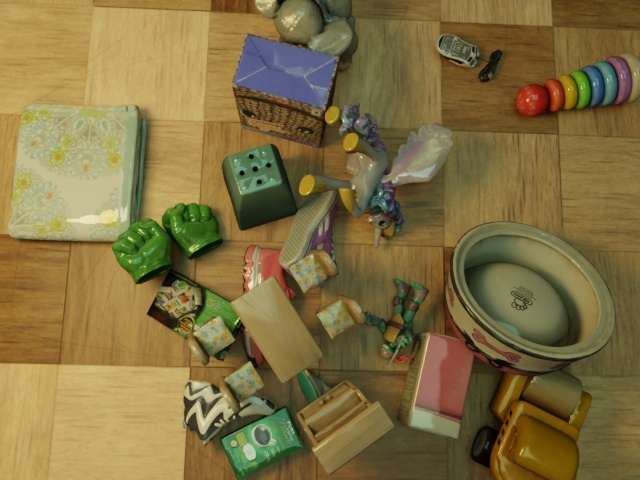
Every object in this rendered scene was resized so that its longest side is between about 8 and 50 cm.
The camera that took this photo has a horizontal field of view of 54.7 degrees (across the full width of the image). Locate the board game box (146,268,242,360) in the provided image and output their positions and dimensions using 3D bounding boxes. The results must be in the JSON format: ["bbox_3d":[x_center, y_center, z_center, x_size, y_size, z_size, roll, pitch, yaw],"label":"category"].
[{"bbox_3d":[-0.311,0.182,1.547,0.259,0.030,0.136,25,82,28],"label":"board game box"}]

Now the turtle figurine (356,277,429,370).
[{"bbox_3d":[0.188,0.217,1.585,0.175,0.118,0.234,15,74,42],"label":"turtle figurine"}]

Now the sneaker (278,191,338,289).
[{"bbox_3d":[-0.001,0.000,1.634,0.161,0.102,0.282,46,56,-31],"label":"sneaker"}]

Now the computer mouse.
[{"bbox_3d":[0.416,-0.530,1.768,0.193,0.042,0.106,23,84,-4],"label":"computer mouse"}]

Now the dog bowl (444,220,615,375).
[{"bbox_3d":[0.489,0.149,1.514,0.407,0.150,0.408,8,48,-9],"label":"dog bowl"}]

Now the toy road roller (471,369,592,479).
[{"bbox_3d":[0.530,0.456,1.489,0.202,0.240,0.330,27,80,2],"label":"toy road roller"}]

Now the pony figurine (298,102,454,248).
[{"bbox_3d":[0.129,-0.186,1.554,0.302,0.363,0.351,12,79,36],"label":"pony figurine"}]

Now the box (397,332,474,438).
[{"bbox_3d":[0.288,0.356,1.542,0.126,0.148,0.232,14,80,-1],"label":"box"}]

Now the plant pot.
[{"bbox_3d":[-0.157,-0.147,1.571,0.165,0.234,0.166,-17,81,-6],"label":"plant pot"}]

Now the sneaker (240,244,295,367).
[{"bbox_3d":[-0.132,0.165,1.576,0.136,0.116,0.314,2,79,-4],"label":"sneaker"}]

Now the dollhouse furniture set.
[{"bbox_3d":[-0.042,0.274,1.380,0.362,0.256,0.394,-33,97,-10],"label":"dollhouse furniture set"}]

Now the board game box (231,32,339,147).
[{"bbox_3d":[-0.087,-0.373,1.586,0.232,0.291,0.141,14,80,1],"label":"board game box"}]

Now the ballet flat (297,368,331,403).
[{"bbox_3d":[0.007,0.410,1.570,0.068,0.072,0.213,-19,81,-34],"label":"ballet flat"}]

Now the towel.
[{"bbox_3d":[-0.634,-0.182,1.632,0.320,0.090,0.375,1,80,1],"label":"towel"}]

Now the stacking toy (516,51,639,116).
[{"bbox_3d":[0.708,-0.422,1.722,0.330,0.141,0.141,-12,80,0],"label":"stacking toy"}]

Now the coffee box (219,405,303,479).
[{"bbox_3d":[-0.145,0.506,1.549,0.184,0.040,0.113,-26,82,-7],"label":"coffee box"}]

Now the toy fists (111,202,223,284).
[{"bbox_3d":[-0.387,-0.009,1.572,0.279,0.096,0.142,-28,79,-29],"label":"toy fists"}]

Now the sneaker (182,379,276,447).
[{"bbox_3d":[-0.236,0.442,1.531,0.235,0.094,0.153,12,81,0],"label":"sneaker"}]

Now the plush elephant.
[{"bbox_3d":[-0.035,-0.562,1.591,0.272,0.330,0.255,46,61,-1],"label":"plush elephant"}]
